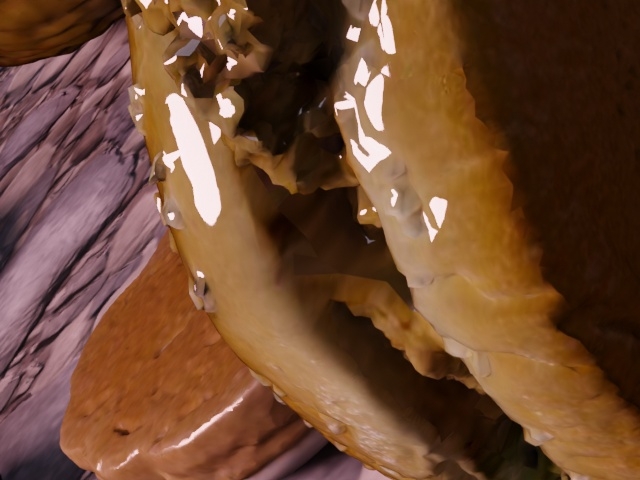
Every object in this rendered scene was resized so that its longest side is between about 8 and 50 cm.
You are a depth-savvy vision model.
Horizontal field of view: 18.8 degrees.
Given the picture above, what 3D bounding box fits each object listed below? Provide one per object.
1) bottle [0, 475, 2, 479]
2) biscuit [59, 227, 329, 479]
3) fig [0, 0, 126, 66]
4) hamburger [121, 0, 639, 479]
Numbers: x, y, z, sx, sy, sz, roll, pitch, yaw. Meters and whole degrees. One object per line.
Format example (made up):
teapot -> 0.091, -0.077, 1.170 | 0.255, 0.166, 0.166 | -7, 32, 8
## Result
bottle -> -0.218, 0.147, 0.789 | 0.244, 0.072, 0.082 | -33, 63, 36
biscuit -> 0.000, 0.000, 0.638 | 0.208, 0.049, 0.181 | -57, 22, -17
fig -> -0.108, -0.242, 1.028 | 0.368, 0.286, 0.286 | -3, 45, 30
hamburger -> 0.039, -0.039, 0.405 | 0.122, 0.215, 0.189 | -9, 57, 38
